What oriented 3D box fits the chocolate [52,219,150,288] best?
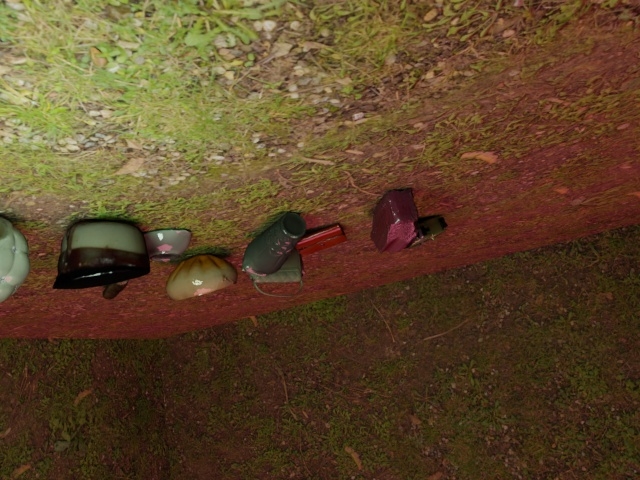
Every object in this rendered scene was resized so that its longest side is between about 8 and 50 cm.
[{"bbox_3d":[-0.675,0.035,1.523,0.283,0.186,0.283,-14,173,-2],"label":"chocolate"}]

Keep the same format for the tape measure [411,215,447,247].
[{"bbox_3d":[0.427,-0.029,2.177,0.175,0.106,0.200,-18,172,-30],"label":"tape measure"}]

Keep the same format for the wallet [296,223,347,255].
[{"bbox_3d":[0.000,0.000,2.043,0.204,0.045,0.142,-20,153,8],"label":"wallet"}]

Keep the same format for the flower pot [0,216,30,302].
[{"bbox_3d":[-0.902,0.046,1.314,0.246,0.246,0.195,-1,130,-31],"label":"flower pot"}]

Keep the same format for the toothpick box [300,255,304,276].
[{"bbox_3d":[-0.172,0.138,2.360,0.181,0.111,0.111,-10,165,-6],"label":"toothpick box"}]

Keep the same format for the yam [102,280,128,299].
[{"bbox_3d":[-0.903,0.203,2.191,0.067,0.071,0.317,36,146,-17],"label":"yam"}]

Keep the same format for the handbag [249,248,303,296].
[{"bbox_3d":[-0.192,0.144,2.166,0.256,0.219,0.079,1,159,-31],"label":"handbag"}]

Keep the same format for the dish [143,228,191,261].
[{"bbox_3d":[-0.563,0.024,1.753,0.224,0.078,0.246,-19,162,33],"label":"dish"}]

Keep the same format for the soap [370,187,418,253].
[{"bbox_3d":[0.268,-0.055,1.831,0.112,0.182,0.289,-4,163,-10],"label":"soap"}]

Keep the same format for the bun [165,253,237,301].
[{"bbox_3d":[-0.494,0.140,2.059,0.299,0.165,0.299,-16,-179,0],"label":"bun"}]

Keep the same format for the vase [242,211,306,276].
[{"bbox_3d":[-0.152,0.001,1.859,0.251,0.156,0.301,-33,174,-37],"label":"vase"}]
